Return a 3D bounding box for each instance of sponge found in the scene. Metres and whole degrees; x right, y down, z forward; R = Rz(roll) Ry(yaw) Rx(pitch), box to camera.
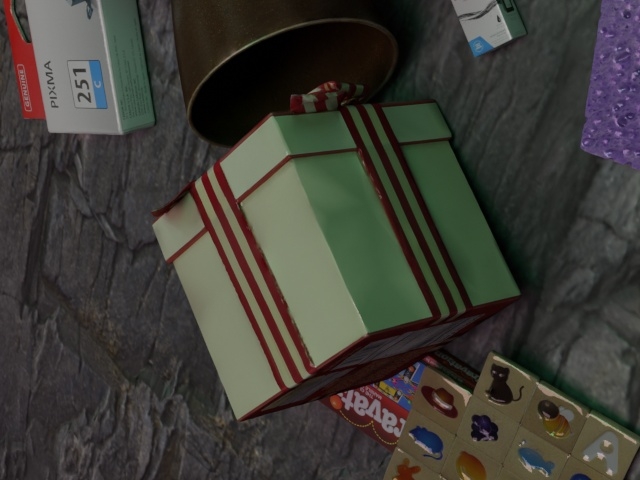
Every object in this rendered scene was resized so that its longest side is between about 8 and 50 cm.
[{"bbox_3d":[0.292,-0.161,1.141,0.117,0.031,0.210,22,121,35],"label":"sponge"}]

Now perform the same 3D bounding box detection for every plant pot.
[{"bbox_3d":[-0.063,-0.245,1.330,0.215,0.215,0.230,-44,59,43],"label":"plant pot"}]

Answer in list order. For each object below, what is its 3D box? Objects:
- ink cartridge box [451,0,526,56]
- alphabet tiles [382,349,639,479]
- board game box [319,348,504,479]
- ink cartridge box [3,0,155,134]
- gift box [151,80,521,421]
[{"bbox_3d":[0.152,-0.219,1.246,0.048,0.028,0.083,-23,90,44],"label":"ink cartridge box"},{"bbox_3d":[0.197,0.287,1.390,0.285,0.011,0.343,31,125,21],"label":"alphabet tiles"},{"bbox_3d":[0.078,0.159,1.464,0.281,0.027,0.145,32,127,29],"label":"board game box"},{"bbox_3d":[-0.331,-0.281,1.637,0.261,0.066,0.296,6,110,40],"label":"ink cartridge box"},{"bbox_3d":[0.000,0.000,1.290,0.255,0.276,0.258,-36,70,39],"label":"gift box"}]
